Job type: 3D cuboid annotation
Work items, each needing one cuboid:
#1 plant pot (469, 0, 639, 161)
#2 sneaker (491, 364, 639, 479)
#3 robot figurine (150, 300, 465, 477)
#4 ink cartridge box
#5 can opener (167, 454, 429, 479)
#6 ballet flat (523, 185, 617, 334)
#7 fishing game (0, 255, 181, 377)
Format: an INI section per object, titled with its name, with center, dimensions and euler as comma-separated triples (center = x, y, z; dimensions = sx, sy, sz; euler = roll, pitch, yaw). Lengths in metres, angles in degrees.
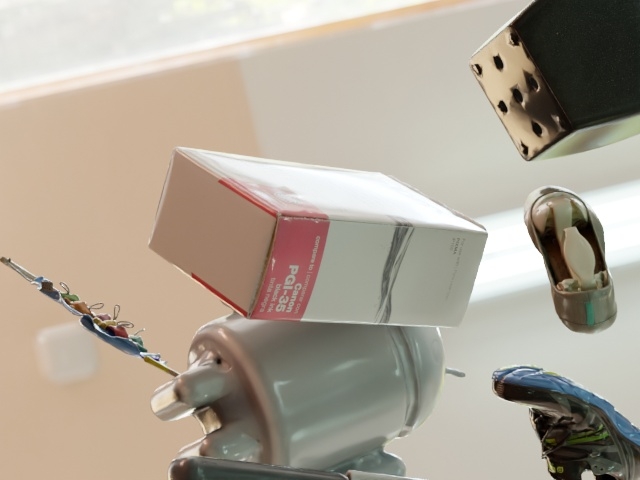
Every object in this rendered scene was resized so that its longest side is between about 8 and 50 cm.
[plant pot]
center = 0.269, -0.182, 1.919
dimensions = 0.188, 0.167, 0.187
euler = 60, -21, 3
[sneaker]
center = 0.212, 0.164, 1.564
dimensions = 0.188, 0.078, 0.067
euler = 37, -7, -33
[robot figurine]
center = -0.008, 0.152, 2.061
dimensions = 0.200, 0.353, 0.299
euler = -26, -96, 62
[ink cartridge box]
center = 0.000, 0.000, 1.912
dimensions = 0.207, 0.283, 0.117
euler = 32, -70, 49
[can opener]
center = 0.009, 0.228, 1.570
dimensions = 0.095, 0.283, 0.076
euler = -14, -111, 55
[ballet flat]
center = 0.240, -0.001, 1.772
dimensions = 0.213, 0.072, 0.068
euler = -101, 177, -48
[fishing game]
center = -0.252, 0.087, 2.140
dimensions = 0.264, 0.041, 0.189
euler = 30, -5, 37
